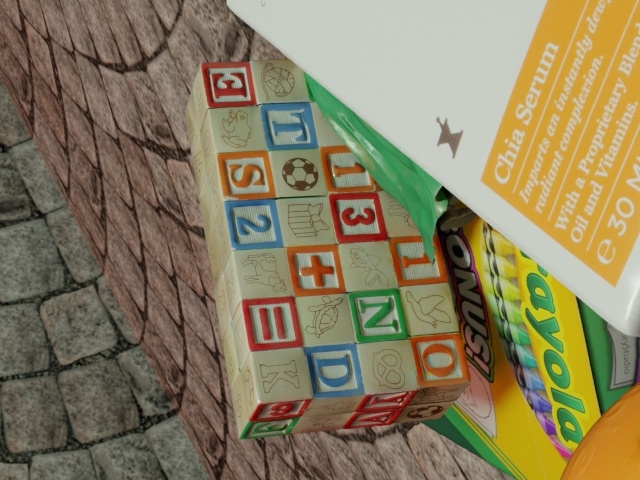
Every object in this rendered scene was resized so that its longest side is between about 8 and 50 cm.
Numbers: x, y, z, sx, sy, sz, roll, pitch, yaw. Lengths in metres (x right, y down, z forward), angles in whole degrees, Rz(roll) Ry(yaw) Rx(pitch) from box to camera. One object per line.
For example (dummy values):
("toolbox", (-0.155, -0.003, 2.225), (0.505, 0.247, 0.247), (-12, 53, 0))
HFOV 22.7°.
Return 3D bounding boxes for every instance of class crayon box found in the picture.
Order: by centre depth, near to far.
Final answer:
("crayon box", (0.160, 0.026, 1.320), (0.313, 0.106, 0.363), (26, 135, 60))

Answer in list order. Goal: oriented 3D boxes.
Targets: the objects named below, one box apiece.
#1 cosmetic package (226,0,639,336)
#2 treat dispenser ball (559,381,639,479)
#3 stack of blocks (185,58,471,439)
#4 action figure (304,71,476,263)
("cosmetic package", (0.140, -0.153, 0.993), (0.453, 0.161, 0.230), (43, 123, 45))
("treat dispenser ball", (0.280, 0.207, 0.979), (0.288, 0.288, 0.288), (50, 155, 35))
("stack of blocks", (0.000, 0.000, 1.286), (0.087, 0.171, 0.297), (118, 144, -61))
("action figure", (0.043, -0.109, 1.241), (0.232, 0.063, 0.137), (55, 154, 24))
